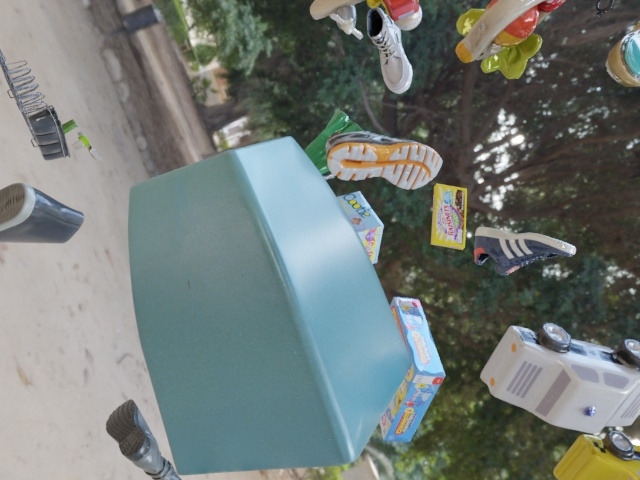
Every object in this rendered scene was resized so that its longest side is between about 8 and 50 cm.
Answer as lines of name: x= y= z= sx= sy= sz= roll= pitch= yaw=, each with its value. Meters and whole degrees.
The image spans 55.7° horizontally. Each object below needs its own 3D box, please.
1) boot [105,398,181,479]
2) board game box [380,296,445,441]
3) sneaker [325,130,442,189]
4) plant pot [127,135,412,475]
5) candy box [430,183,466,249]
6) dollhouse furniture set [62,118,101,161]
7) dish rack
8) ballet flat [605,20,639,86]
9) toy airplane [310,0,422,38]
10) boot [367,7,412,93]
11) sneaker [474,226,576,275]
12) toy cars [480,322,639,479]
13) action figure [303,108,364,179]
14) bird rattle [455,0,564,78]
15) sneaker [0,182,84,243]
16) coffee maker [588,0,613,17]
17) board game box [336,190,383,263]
boot: x=-0.416 y=0.489 z=1.426 sx=0.246 sy=0.083 sz=0.161 roll=27 pitch=-29 yaw=59
board game box: x=0.244 y=0.383 z=1.817 sx=0.308 sy=0.086 sz=0.302 roll=-101 pitch=-158 yaw=-52
sneaker: x=0.107 y=-0.145 z=1.016 sx=0.083 sy=0.214 sz=0.084 roll=-113 pitch=-144 yaw=-50
plant pot: x=-0.050 y=0.042 z=0.511 sx=0.165 sy=0.165 sz=0.234 roll=-32 pitch=106 yaw=-62
candy box: x=0.405 y=-0.076 z=1.905 sx=0.027 sy=0.105 sz=0.206 roll=106 pitch=-9 yaw=-68
dollhouse furniture set: x=-0.760 y=-0.305 z=1.911 sx=0.076 sy=0.058 sz=0.152 roll=47 pitch=-14 yaw=38
dish rack: x=-0.711 y=-0.342 z=1.480 sx=0.272 sy=0.074 sz=0.208 roll=60 pitch=-23 yaw=10
ballet flat: x=0.466 y=-0.269 z=0.894 sx=0.080 sy=0.232 sz=0.073 roll=53 pitch=-38 yaw=-2
toy airplane: x=0.207 y=-0.729 z=1.706 sx=0.386 sy=0.384 sz=0.272 roll=18 pitch=-32 yaw=45
boot: x=0.191 y=-0.564 z=1.788 sx=0.123 sy=0.095 sz=0.259 roll=20 pitch=53 yaw=-51
sneaker: x=0.663 y=0.050 z=1.999 sx=0.350 sy=0.131 sz=0.148 roll=10 pitch=-94 yaw=50
toy cars: x=0.334 y=0.232 z=0.687 sx=0.394 sy=0.176 sz=0.087 roll=51 pitch=21 yaw=-27
action figure: x=-0.004 y=-0.172 z=1.334 sx=0.137 sy=0.232 sz=0.063 roll=47 pitch=-4 yaw=33
bird rattle: x=0.318 y=-0.344 z=0.928 sx=0.253 sy=0.206 sz=0.143 roll=-27 pitch=-86 yaw=55
sneaker: x=-0.484 y=-0.018 z=0.940 sx=0.118 sy=0.221 sz=0.083 roll=33 pitch=52 yaw=-57
coffee maker: x=0.593 y=-0.626 z=1.367 sx=0.120 sy=0.178 sz=0.171 roll=-41 pitch=-126 yaw=42
board game box: x=0.000 y=0.000 z=1.534 sx=0.142 sy=0.275 sz=0.144 roll=94 pitch=-26 yaw=-46
